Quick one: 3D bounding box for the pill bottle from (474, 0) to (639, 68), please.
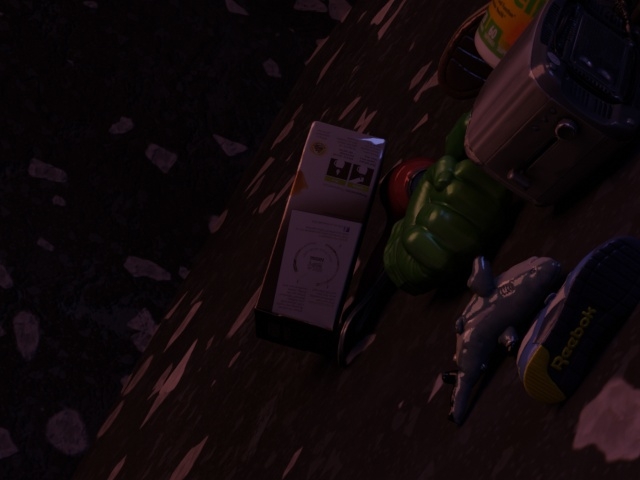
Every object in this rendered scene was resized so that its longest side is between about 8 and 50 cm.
[{"bbox_3d":[0.268,-0.280,1.539,0.136,0.136,0.246,-72,6,-60],"label":"pill bottle"}]

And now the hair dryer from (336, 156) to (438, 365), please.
[{"bbox_3d":[0.077,-0.004,1.800,0.223,0.080,0.293,-48,11,33],"label":"hair dryer"}]

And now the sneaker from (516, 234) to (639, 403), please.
[{"bbox_3d":[0.196,0.055,1.146,0.144,0.053,0.059,-53,8,0],"label":"sneaker"}]

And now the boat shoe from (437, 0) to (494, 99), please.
[{"bbox_3d":[0.256,-0.283,1.928,0.257,0.095,0.095,-44,-1,17],"label":"boat shoe"}]

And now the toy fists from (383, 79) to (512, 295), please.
[{"bbox_3d":[0.161,-0.070,1.594,0.279,0.096,0.142,-58,12,-28],"label":"toy fists"}]

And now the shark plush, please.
[{"bbox_3d":[0.147,0.079,1.297,0.067,0.073,0.161,19,65,48],"label":"shark plush"}]

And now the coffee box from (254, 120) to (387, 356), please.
[{"bbox_3d":[0.000,0.000,1.820,0.141,0.098,0.247,94,-168,-72],"label":"coffee box"}]

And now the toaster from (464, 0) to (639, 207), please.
[{"bbox_3d":[0.227,-0.139,1.436,0.146,0.129,0.227,-48,13,40],"label":"toaster"}]
